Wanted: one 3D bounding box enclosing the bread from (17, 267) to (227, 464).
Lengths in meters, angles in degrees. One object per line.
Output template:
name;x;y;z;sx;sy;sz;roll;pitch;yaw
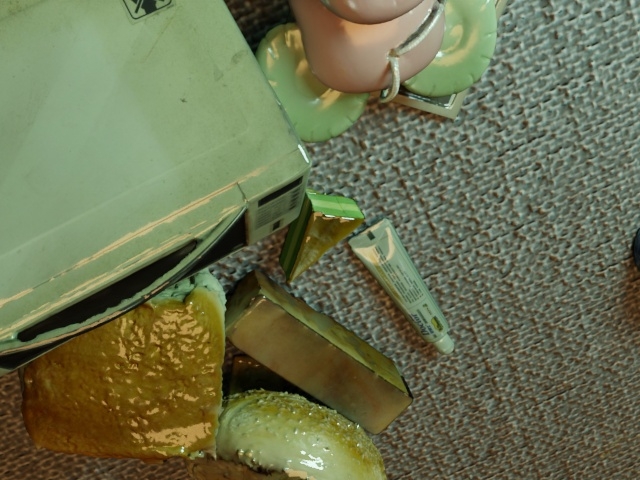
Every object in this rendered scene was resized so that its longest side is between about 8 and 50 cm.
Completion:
bread;-0.251;0.122;1.076;0.279;0.225;0.250;1;113;-2

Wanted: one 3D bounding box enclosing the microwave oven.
microwave oven;-0.250;-0.077;0.868;0.394;0.247;0.333;-28;88;-9

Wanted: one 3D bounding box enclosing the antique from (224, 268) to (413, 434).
antique;-0.006;0.157;1.232;0.310;0.093;0.087;37;104;-28

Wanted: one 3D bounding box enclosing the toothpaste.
toothpaste;0.128;0.074;1.254;0.067;0.037;0.255;-31;118;10

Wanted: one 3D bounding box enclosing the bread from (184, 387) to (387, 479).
bread;-0.041;0.313;1.233;0.306;0.158;0.305;17;152;9

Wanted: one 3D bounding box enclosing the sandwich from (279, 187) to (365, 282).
sandwich;0.000;0.000;1.158;0.074;0.074;0.116;10;116;-19

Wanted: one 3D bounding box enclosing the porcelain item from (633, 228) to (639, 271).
porcelain item;0.556;0.023;1.290;0.147;0.114;0.147;-7;120;-12

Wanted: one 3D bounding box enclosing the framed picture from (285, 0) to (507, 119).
framed picture;0.088;-0.265;1.066;0.260;0.023;0.189;13;116;-20

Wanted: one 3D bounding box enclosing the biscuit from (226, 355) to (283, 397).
biscuit;-0.093;0.205;1.281;0.083;0.018;0.081;6;117;-17

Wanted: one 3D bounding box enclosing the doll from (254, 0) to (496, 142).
doll;0.057;-0.236;0.939;0.284;0.216;0.268;-21;129;-1
